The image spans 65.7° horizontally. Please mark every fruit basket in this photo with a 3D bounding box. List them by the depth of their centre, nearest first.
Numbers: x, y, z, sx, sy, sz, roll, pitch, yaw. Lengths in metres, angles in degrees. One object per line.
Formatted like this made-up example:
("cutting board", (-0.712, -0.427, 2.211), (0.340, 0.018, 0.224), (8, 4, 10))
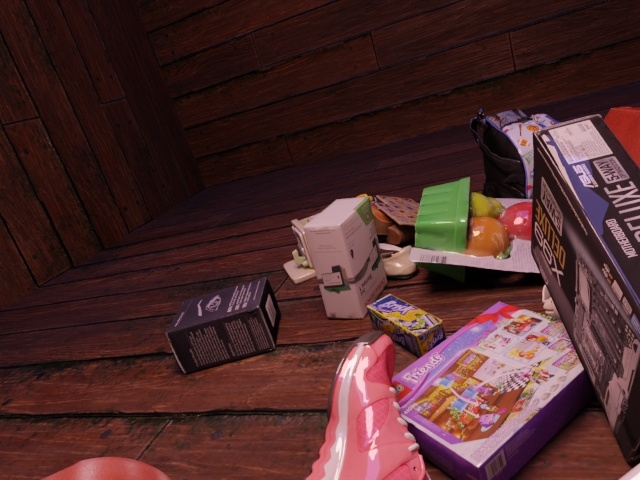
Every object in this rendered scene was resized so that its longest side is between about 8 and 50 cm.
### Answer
("fruit basket", (0.383, -0.013, 1.071), (0.352, 0.166, 0.327), (8, 32, 12))

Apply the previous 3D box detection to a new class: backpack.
("backpack", (0.528, -0.194, 1.280), (0.213, 0.277, 0.263), (-16, 31, 10))

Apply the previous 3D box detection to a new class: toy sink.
("toy sink", (0.000, 0.000, 1.368), (0.234, 0.131, 0.153), (-21, 18, -9))

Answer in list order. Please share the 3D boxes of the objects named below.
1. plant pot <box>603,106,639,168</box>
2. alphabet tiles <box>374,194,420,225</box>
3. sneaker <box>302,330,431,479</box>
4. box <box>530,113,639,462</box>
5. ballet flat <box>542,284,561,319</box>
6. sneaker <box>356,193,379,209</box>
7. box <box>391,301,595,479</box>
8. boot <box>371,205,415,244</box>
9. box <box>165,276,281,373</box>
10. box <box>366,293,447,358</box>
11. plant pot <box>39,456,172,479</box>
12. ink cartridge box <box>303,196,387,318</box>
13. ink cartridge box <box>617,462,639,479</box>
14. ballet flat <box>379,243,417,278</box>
("plant pot", (0.593, -0.097, 0.821), (0.267, 0.236, 0.267), (-1, 18, -2))
("alphabet tiles", (0.252, -0.081, 1.366), (0.198, 0.009, 0.237), (3, 21, -20))
("sneaker", (0.070, 0.252, 0.584), (0.136, 0.116, 0.314), (6, 46, 18))
("box", (0.325, 0.051, 0.551), (0.076, 0.242, 0.308), (-14, 49, 10))
("ballet flat", (0.401, 0.093, 0.790), (0.087, 0.083, 0.247), (-42, -4, 25))
("sneaker", (0.150, -0.082, 1.524), (0.088, 0.093, 0.225), (-20, 22, -7))
("box", (0.241, 0.196, 0.688), (0.293, 0.057, 0.201), (-27, 21, -26))
("boot", (0.200, -0.062, 1.394), (0.152, 0.073, 0.197), (-24, 51, -39))
("box", (-0.203, 0.180, 1.073), (0.207, 0.108, 0.153), (-16, 18, 6))
("box", (0.154, 0.153, 0.901), (0.059, 0.054, 0.169), (-25, 20, -19))
("plant pot", (-0.194, 0.335, 0.410), (0.272, 0.273, 0.265), (-25, 11, -19))
("ink cartridge box", (0.060, 0.037, 1.068), (0.092, 0.220, 0.160), (-3, 24, 31))
("ink cartridge box", (0.304, 0.203, 0.310), (0.272, 0.198, 0.115), (-33, 23, -8))
("ballet flat", (0.117, 0.047, 1.202), (0.248, 0.086, 0.086), (-5, 22, 35))
